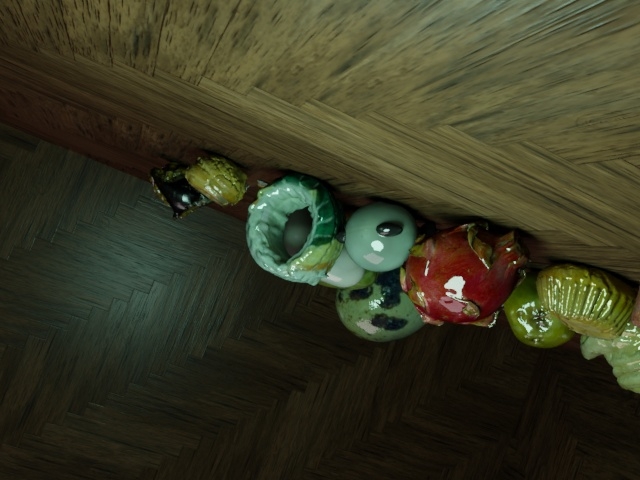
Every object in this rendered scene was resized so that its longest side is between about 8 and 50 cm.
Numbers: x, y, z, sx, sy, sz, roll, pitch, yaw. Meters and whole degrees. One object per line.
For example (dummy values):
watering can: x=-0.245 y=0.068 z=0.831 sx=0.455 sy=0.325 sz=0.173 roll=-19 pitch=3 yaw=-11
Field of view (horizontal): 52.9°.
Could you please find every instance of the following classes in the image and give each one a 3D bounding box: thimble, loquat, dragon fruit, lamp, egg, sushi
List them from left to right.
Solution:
sushi: x=-0.514 y=-0.192 z=2.367 sx=0.213 sy=0.204 sz=0.200 roll=-23 pitch=177 yaw=-40
thimble: x=-0.062 y=-0.025 z=1.704 sx=0.254 sy=0.288 sz=0.167 roll=-14 pitch=163 yaw=20
lamp: x=0.172 y=-0.008 z=1.632 sx=0.198 sy=0.197 sz=0.244 roll=16 pitch=-173 yaw=43
egg: x=0.270 y=0.226 z=2.534 sx=0.428 sy=0.345 sz=0.345 roll=-5 pitch=179 yaw=-9
dragon fruit: x=0.322 y=0.080 z=1.466 sx=0.315 sy=0.250 sz=0.250 roll=-7 pitch=162 yaw=26
loquat: x=0.612 y=0.182 z=1.763 sx=0.213 sy=0.213 sz=0.246 roll=18 pitch=-163 yaw=25

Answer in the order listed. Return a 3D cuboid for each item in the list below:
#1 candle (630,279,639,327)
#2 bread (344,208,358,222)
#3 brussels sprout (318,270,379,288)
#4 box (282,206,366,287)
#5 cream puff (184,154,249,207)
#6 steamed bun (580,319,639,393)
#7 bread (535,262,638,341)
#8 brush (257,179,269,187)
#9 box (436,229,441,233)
candle: x=0.832 y=0.198 z=1.422 sx=0.317 sy=0.131 sz=0.287 roll=21 pitch=177 yaw=6
bread: x=0.146 y=-0.048 z=1.904 sx=0.193 sy=0.064 sz=0.193 roll=17 pitch=179 yaw=0
brussels sprout: x=0.065 y=0.054 z=2.308 sx=0.328 sy=0.247 sz=0.328 roll=10 pitch=161 yaw=3
box: x=-0.001 y=0.001 z=1.972 sx=0.289 sy=0.141 sz=0.349 roll=21 pitch=-157 yaw=-10
cream puff: x=-0.295 y=-0.180 z=1.880 sx=0.189 sy=0.129 sz=0.189 roll=33 pitch=177 yaw=2
steamed bun: x=0.882 y=0.297 z=1.710 sx=0.372 sy=0.230 sz=0.325 roll=15 pitch=176 yaw=29
bread: x=0.626 y=0.139 z=1.533 sx=0.240 sy=0.139 sz=0.240 roll=23 pitch=172 yaw=3
brush: x=-0.157 y=-0.161 z=2.169 sx=0.103 sy=0.013 sz=0.272 roll=21 pitch=175 yaw=1
box: x=0.396 y=0.037 z=1.690 sx=0.135 sy=0.079 sz=0.269 roll=24 pitch=174 yaw=-31
